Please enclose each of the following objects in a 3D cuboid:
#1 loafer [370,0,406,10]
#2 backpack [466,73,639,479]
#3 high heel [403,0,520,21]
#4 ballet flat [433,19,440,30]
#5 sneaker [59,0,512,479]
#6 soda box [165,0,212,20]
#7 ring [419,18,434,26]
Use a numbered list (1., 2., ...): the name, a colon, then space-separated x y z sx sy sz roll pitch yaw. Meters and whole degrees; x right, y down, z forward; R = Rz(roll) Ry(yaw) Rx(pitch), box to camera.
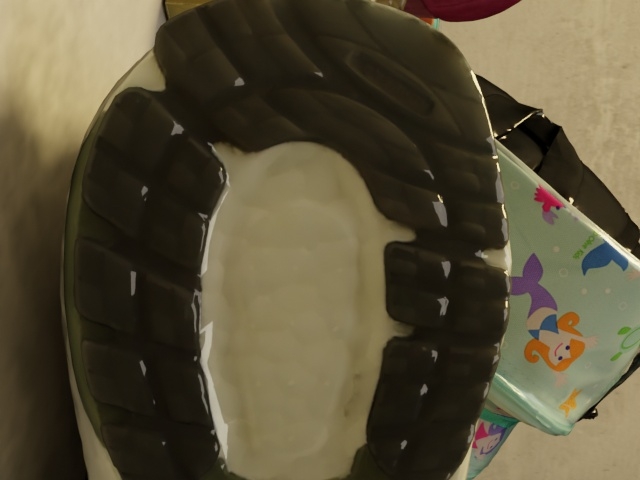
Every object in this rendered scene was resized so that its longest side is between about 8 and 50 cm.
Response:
1. loafer: 0.015 -0.200 0.799 0.102 0.092 0.269 -15 125 -78
2. backpack: 0.066 0.009 0.736 0.191 0.225 0.253 -49 174 0
3. high heel: 0.104 -0.305 0.985 0.127 0.181 0.377 43 48 -53
4. ballet flat: 0.078 -0.172 1.457 0.068 0.072 0.213 -137 -134 -63
5. sneaker: -0.026 0.123 0.499 0.182 0.158 0.411 -144 -119 -78
6. soda box: -0.022 -0.153 0.634 0.061 0.058 0.181 82 14 -58
7. ring: 0.045 -0.038 1.098 0.336 0.032 0.337 -170 -90 -88
